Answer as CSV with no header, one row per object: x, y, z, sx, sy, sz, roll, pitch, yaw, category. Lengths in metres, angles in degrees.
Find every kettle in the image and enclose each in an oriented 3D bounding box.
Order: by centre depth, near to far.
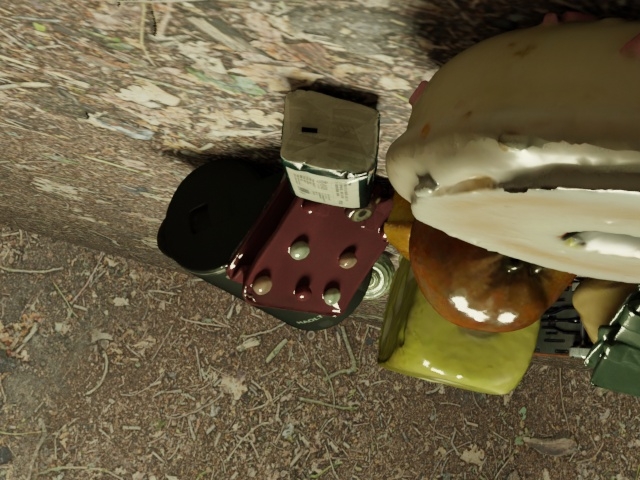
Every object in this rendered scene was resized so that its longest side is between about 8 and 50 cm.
-0.051,0.011,1.390,0.262,0.203,0.308,9,167,33,kettle

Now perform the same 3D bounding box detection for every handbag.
0.001,0.002,1.239,0.203,0.216,0.074,15,-151,-44,handbag
0.528,0.130,1.282,0.260,0.079,0.247,15,128,-8,handbag

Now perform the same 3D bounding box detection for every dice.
0.235,0.129,1.595,0.227,0.238,0.233,15,171,-8,dice

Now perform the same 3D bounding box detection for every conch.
0.079,0.064,1.854,0.135,0.102,0.153,29,169,-8,conch

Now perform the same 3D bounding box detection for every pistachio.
0.521,0.119,1.421,0.293,0.162,0.181,16,140,-10,pistachio

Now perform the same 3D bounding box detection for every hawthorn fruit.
0.188,-0.002,1.077,0.199,0.199,0.251,15,-174,-15,hawthorn fruit

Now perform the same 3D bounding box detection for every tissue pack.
0.011,-0.094,0.993,0.103,0.090,0.170,12,173,3,tissue pack

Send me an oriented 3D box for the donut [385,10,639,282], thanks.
0.244,-0.059,0.734,0.383,0.142,0.382,13,171,2,donut

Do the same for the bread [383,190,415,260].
0.144,-0.020,1.233,0.065,0.103,0.187,7,171,29,bread

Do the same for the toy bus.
0.475,0.155,1.769,0.153,0.143,0.329,5,173,-22,toy bus
